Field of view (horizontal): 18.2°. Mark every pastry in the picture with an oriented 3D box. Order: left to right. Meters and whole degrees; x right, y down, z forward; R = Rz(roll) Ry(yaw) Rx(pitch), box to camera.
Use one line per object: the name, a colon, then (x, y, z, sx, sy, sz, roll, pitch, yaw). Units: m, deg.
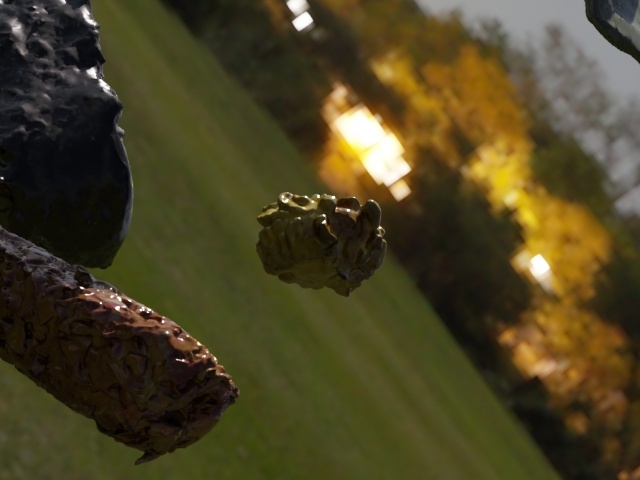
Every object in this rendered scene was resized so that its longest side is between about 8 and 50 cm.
pastry: (-0.116, 0.047, 0.930, 0.169, 0.063, 0.087, 27, -13, 36)

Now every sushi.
sushi: (-0.195, -0.072, 1.313, 0.147, 0.115, 0.212, 104, -25, -53)

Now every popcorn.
popcorn: (0.000, 0.000, 1.235, 0.083, 0.082, 0.057, 109, -10, -74)

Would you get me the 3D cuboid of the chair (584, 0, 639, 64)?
chair: (0.221, -0.286, 1.796, 0.160, 0.186, 0.319, 36, 55, -51)
